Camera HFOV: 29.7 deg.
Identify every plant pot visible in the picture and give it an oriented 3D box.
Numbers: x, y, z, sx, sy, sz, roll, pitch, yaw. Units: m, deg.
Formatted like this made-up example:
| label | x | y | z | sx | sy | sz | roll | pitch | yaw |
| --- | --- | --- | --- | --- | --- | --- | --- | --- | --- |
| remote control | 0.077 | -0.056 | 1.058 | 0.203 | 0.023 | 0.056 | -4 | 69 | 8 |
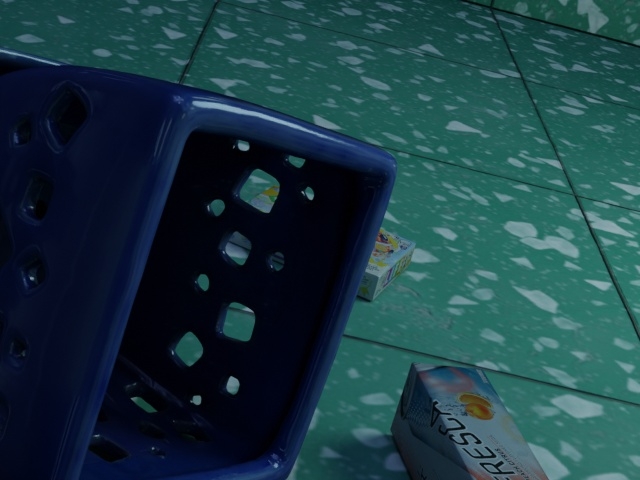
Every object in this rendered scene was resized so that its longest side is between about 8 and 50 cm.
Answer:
| label | x | y | z | sx | sy | sz | roll | pitch | yaw |
| --- | --- | --- | --- | --- | --- | --- | --- | --- | --- |
| plant pot | -0.122 | 0.011 | 0.726 | 0.212 | 0.236 | 0.236 | 23 | 8 | 31 |

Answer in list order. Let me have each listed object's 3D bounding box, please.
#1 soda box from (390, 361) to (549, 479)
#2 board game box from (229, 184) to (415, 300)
| label | x | y | z | sx | sy | sz | roll | pitch | yaw |
| --- | --- | --- | --- | --- | --- | --- | --- | --- | --- |
| soda box | 0.103 | 0.155 | 0.794 | 0.058 | 0.063 | 0.183 | 7 | 25 | -18 |
| board game box | 0.000 | 0.000 | 1.122 | 0.154 | 0.026 | 0.103 | 22 | 25 | 15 |
